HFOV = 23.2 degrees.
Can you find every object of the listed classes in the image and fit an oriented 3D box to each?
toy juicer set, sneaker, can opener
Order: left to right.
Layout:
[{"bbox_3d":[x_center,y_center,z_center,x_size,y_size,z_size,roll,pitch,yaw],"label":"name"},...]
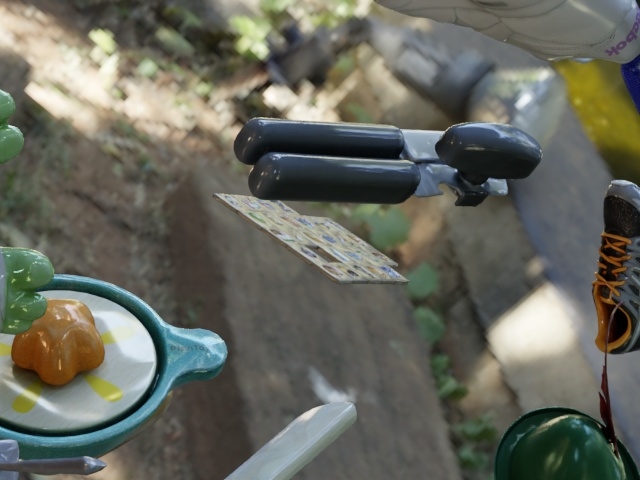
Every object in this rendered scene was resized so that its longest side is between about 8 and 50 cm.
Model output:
[{"bbox_3d":[-0.159,0.095,0.861,0.329,0.089,0.209,17,41,9],"label":"toy juicer set"},{"bbox_3d":[0.059,-0.077,1.339,0.280,0.093,0.074,-2,53,-33],"label":"can opener"},{"bbox_3d":[0.144,-0.196,1.262,0.152,0.114,0.305,36,-1,-28],"label":"sneaker"},{"bbox_3d":[0.351,0.036,1.793,0.083,0.215,0.084,-21,21,-31],"label":"sneaker"}]

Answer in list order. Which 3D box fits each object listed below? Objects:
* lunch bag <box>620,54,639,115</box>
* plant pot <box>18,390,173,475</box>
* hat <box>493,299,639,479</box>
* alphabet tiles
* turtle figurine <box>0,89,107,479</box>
[{"bbox_3d":[0.438,-0.174,1.078,0.327,0.385,0.239,-9,58,-18],"label":"lunch bag"},{"bbox_3d":[-0.301,0.260,2.133,0.032,0.236,0.236,64,24,-8],"label":"plant pot"},{"bbox_3d":[0.291,0.221,1.679,0.173,0.183,0.208,-26,72,-26],"label":"hat"},{"bbox_3d":[0.000,0.000,1.919,0.198,0.009,0.237,34,13,24],"label":"alphabet tiles"},{"bbox_3d":[-0.166,0.011,0.677,0.198,0.274,0.266,49,18,-6],"label":"turtle figurine"}]
